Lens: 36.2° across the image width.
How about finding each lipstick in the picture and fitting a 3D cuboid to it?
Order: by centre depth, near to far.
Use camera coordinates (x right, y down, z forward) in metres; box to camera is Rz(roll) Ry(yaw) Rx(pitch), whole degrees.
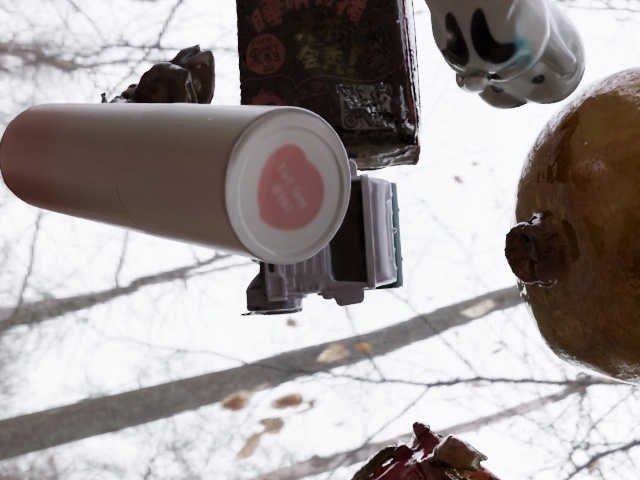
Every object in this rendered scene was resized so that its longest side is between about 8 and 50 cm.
[{"bbox_3d":[-0.115,-0.048,0.650,0.327,0.087,0.087,10,-78,52],"label":"lipstick"}]

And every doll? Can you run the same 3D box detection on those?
[{"bbox_3d":[0.166,-0.180,0.876,0.110,0.181,0.106,-1,-97,33],"label":"doll"}]

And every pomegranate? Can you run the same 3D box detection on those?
[{"bbox_3d":[0.407,-0.005,1.168,0.417,0.417,0.416,6,-81,44],"label":"pomegranate"}]

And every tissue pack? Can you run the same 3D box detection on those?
[{"bbox_3d":[0.008,-0.249,1.306,0.245,0.123,0.332,-5,-108,3],"label":"tissue pack"}]

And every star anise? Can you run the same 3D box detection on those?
[{"bbox_3d":[-0.220,-0.138,1.141,0.093,0.229,0.236,53,-32,-14],"label":"star anise"}]

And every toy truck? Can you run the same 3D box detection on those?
[{"bbox_3d":[0.000,0.000,0.754,0.253,0.124,0.114,129,-44,-87],"label":"toy truck"}]

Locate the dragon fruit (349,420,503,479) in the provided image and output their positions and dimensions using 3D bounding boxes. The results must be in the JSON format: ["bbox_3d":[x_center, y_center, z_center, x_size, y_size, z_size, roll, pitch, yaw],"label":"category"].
[{"bbox_3d":[0.098,0.216,0.681,0.147,0.211,0.282,-57,-143,1],"label":"dragon fruit"}]
